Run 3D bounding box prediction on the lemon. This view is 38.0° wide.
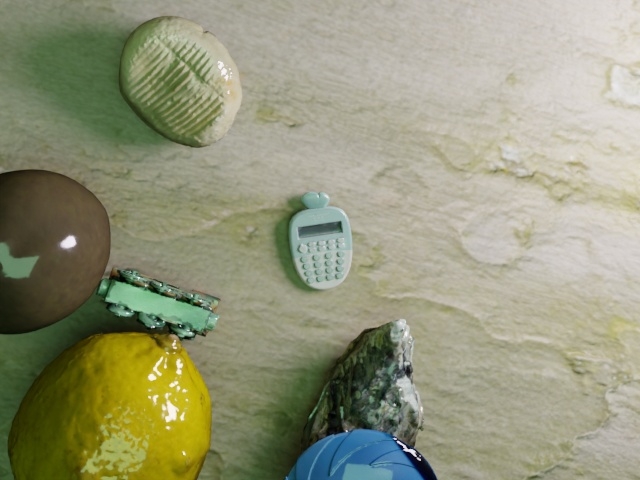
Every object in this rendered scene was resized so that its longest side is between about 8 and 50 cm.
[{"bbox_3d":[-0.279,0.265,1.283,0.268,0.268,0.322,41,93,-13],"label":"lemon"}]

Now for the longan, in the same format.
[{"bbox_3d":[-0.399,0.017,1.241,0.248,0.248,0.248,-1,100,-8],"label":"longan"}]

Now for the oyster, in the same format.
[{"bbox_3d":[0.074,0.263,1.398,0.162,0.158,0.351,-6,118,-42],"label":"oyster"}]

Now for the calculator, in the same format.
[{"bbox_3d":[0.000,0.000,1.392,0.095,0.021,0.153,-9,102,-7],"label":"calculator"}]

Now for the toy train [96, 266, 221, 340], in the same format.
[{"bbox_3d":[-0.231,0.089,1.332,0.175,0.118,0.074,19,91,-7],"label":"toy train"}]

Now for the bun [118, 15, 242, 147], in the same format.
[{"bbox_3d":[-0.190,-0.220,1.287,0.188,0.111,0.164,42,109,-16],"label":"bun"}]

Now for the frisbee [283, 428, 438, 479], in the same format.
[{"bbox_3d":[0.058,0.392,1.334,0.242,0.045,0.242,0,98,-3],"label":"frisbee"}]
